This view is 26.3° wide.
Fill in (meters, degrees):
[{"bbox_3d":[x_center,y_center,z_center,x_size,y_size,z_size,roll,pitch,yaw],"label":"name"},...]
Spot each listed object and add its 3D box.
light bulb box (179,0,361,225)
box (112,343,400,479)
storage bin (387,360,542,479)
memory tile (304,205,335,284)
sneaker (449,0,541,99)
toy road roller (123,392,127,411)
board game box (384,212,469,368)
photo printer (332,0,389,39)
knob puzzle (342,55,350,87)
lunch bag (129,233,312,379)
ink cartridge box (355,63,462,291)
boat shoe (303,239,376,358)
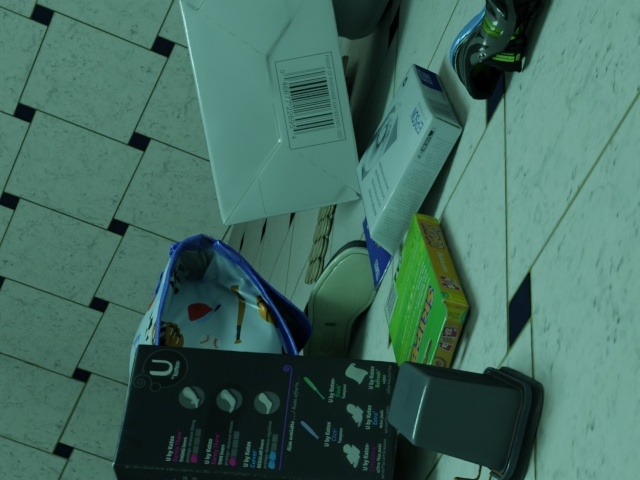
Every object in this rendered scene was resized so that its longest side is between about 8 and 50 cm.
[{"bbox_3d":[-0.084,-0.252,2.161,0.361,0.225,0.358,-106,6,-73],"label":"light bulb box"},{"bbox_3d":[-0.058,0.212,1.388,0.165,0.270,0.143,90,-174,-54],"label":"box"},{"bbox_3d":[0.109,0.145,1.107,0.135,0.091,0.098,-163,86,-82],"label":"storage bin"},{"bbox_3d":[0.000,0.000,2.310,0.113,0.012,0.148,141,142,-76],"label":"memory tile"},{"bbox_3d":[0.183,-0.206,1.326,0.188,0.067,0.078,118,142,-53],"label":"sneaker"},{"bbox_3d":[-0.201,0.341,2.195,0.202,0.240,0.330,-2,-76,-83],"label":"toy road roller"},{"bbox_3d":[0.107,0.075,1.420,0.259,0.039,0.124,-91,16,-68],"label":"board game box"},{"bbox_3d":[0.082,-0.494,2.239,0.307,0.107,0.256,119,162,-62],"label":"photo printer"},{"bbox_3d":[0.019,-0.229,2.488,0.213,0.030,0.213,-166,90,-81],"label":"knob puzzle"},{"bbox_3d":[-0.136,0.214,1.841,0.328,0.238,0.386,123,131,-65],"label":"lunch bag"},{"bbox_3d":[0.088,-0.081,1.645,0.223,0.045,0.224,-98,32,-68],"label":"ink cartridge box"},{"bbox_3d":[0.021,0.070,1.817,0.233,0.084,0.079,110,165,-48],"label":"boat shoe"}]
